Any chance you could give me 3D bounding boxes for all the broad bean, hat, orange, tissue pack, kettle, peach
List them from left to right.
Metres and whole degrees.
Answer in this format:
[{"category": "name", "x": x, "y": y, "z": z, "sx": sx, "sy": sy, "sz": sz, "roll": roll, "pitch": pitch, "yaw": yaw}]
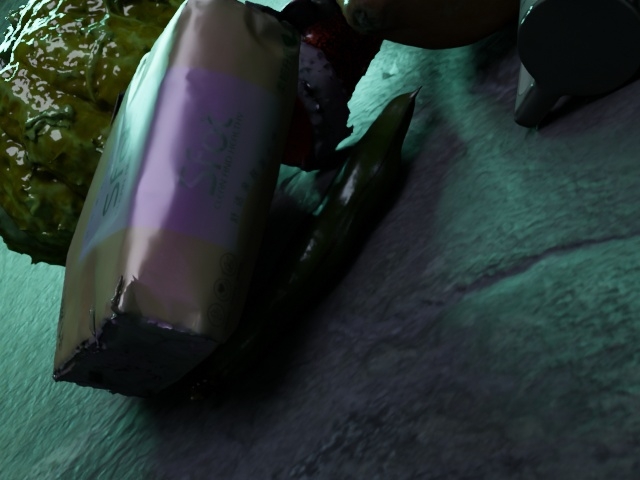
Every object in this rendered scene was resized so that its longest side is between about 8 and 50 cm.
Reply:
[{"category": "orange", "x": -0.208, "y": -0.113, "z": 1.389, "sx": 0.300, "sy": 0.223, "sz": 0.301, "roll": -42, "pitch": 24, "yaw": 43}, {"category": "tissue pack", "x": -0.105, "y": -0.023, "z": 1.117, "sx": 0.215, "sy": 0.123, "sz": 0.257, "roll": 138, "pitch": 145, "yaw": -61}, {"category": "broad bean", "x": 0.001, "y": 0.000, "z": 1.111, "sx": 0.297, "sy": 0.043, "sz": 0.060, "roll": -55, "pitch": 16, "yaw": -21}, {"category": "hat", "x": 0.011, "y": -0.162, "z": 1.284, "sx": 0.129, "sy": 0.140, "sz": 0.227, "roll": 26, "pitch": 55, "yaw": 35}, {"category": "peach", "x": 0.085, "y": -0.250, "z": 1.192, "sx": 0.232, "sy": 0.232, "sz": 0.232, "roll": -35, "pitch": 25, "yaw": 19}, {"category": "kettle", "x": 0.176, "y": -0.172, "z": 1.056, "sx": 0.126, "sy": 0.098, "sz": 0.148, "roll": -21, "pitch": 35, "yaw": 31}]

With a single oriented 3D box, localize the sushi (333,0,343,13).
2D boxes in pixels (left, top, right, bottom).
[{"category": "sushi", "x": 0.054, "y": -0.311, "z": 1.450, "sx": 0.212, "sy": 0.115, "sz": 0.147, "roll": -47, "pitch": 27, "yaw": -10}]
